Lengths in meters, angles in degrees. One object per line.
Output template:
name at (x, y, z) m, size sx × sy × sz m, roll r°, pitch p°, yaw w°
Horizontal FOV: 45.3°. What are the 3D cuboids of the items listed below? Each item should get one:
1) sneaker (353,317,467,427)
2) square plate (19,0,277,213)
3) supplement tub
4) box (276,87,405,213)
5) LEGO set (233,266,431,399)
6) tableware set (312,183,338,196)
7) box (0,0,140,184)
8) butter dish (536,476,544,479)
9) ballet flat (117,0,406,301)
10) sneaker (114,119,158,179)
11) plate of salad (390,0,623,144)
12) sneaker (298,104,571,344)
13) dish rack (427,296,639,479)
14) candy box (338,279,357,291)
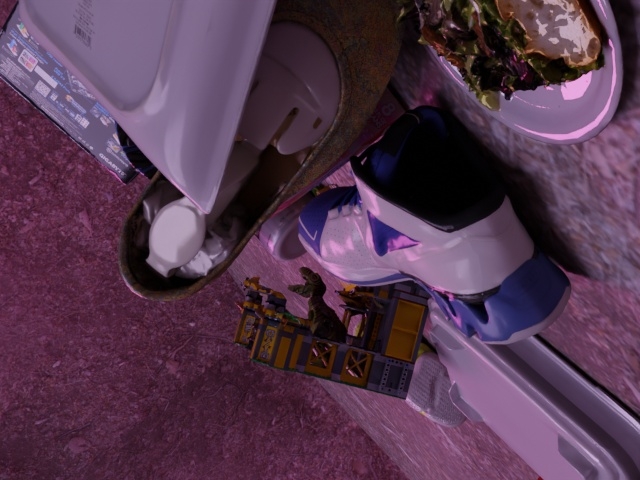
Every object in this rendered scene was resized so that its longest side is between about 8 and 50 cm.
sneaker at (0.162, 0.212, 1.267) m, size 0.240 × 0.091 × 0.126 m, roll 46°, pitch -175°, yaw 28°
square plate at (-0.140, -0.249, 0.562) m, size 0.347 × 0.049 × 0.344 m, roll 43°, pitch 125°, yaw 36°
supplement tub at (-0.083, -0.067, 1.240) m, size 0.190 × 0.117 × 0.117 m, roll 46°, pitch 167°, yaw 27°
box at (-0.075, -0.188, 0.758) m, size 0.300 × 0.154 × 0.142 m, roll 54°, pitch 168°, yaw -2°
LEGO set at (0.014, 0.083, 1.052) m, size 0.255 × 0.192 × 0.331 m, roll 15°, pitch 175°, yaw -3°
tableware set at (0.040, -0.019, 1.141) m, size 0.154 × 0.024 × 0.104 m, roll 54°, pitch 169°, yaw -12°
box at (-0.255, -0.189, 0.875) m, size 0.220 × 0.051 × 0.175 m, roll 42°, pitch 132°, yaw -13°
butter dish at (0.332, 0.403, 1.037) m, size 0.160 × 0.118 × 0.160 m, roll 34°, pitch 158°, yaw 58°
ballet flat at (-0.057, -0.074, 0.613) m, size 0.123 × 0.348 × 0.123 m, roll 30°, pitch -150°, yaw -19°
sneaker at (-0.152, -0.095, 0.764) m, size 0.087 × 0.083 × 0.221 m, roll 53°, pitch 167°, yaw 39°
plate of salad at (0.101, -0.137, 0.479) m, size 0.200 × 0.048 × 0.200 m, roll 49°, pitch 169°, yaw 13°
sneaker at (0.080, -0.041, 0.713) m, size 0.315 × 0.127 × 0.182 m, roll 22°, pitch 145°, yaw 55°
dish rack at (0.247, 0.208, 0.907) m, size 0.333 × 0.072 × 0.285 m, roll 44°, pitch 167°, yaw 39°
candy box at (0.000, 0.000, 1.346) m, size 0.206 × 0.027 × 0.105 m, roll 52°, pitch 171°, yaw 3°
